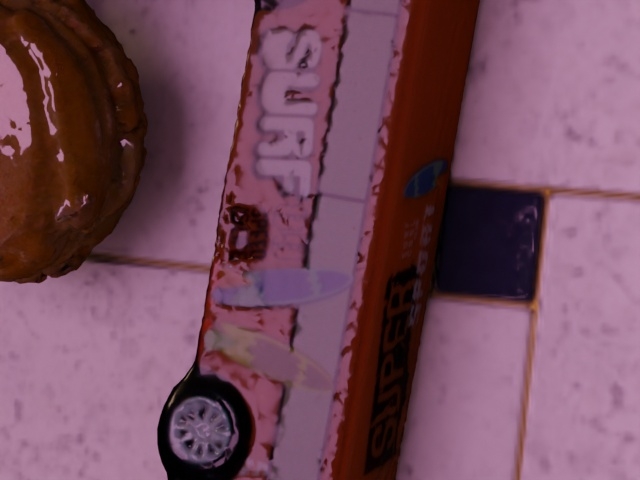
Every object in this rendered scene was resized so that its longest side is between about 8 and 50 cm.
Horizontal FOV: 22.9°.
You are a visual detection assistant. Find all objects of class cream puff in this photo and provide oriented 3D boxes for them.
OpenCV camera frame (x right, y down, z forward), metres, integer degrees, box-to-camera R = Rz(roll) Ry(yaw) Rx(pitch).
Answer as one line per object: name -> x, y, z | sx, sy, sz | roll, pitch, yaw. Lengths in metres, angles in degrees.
cream puff -> -0.153, -0.059, 0.784 | 0.150, 0.115, 0.165 | 5, 102, 32

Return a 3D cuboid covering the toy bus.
toy bus -> 0.000, 0.000, 0.710 | 0.092, 0.093, 0.408 | 11, 92, 22
